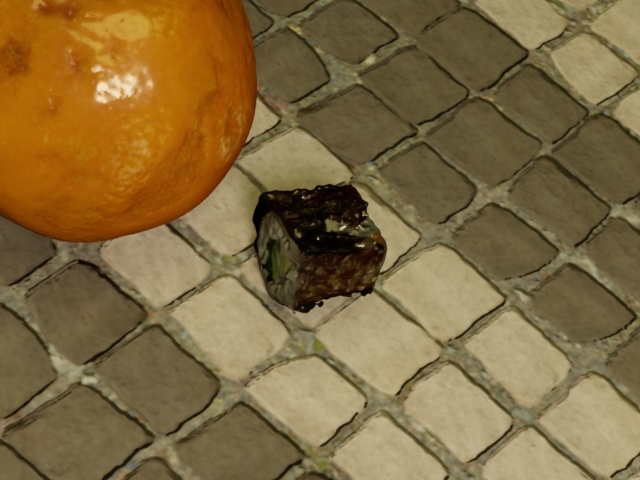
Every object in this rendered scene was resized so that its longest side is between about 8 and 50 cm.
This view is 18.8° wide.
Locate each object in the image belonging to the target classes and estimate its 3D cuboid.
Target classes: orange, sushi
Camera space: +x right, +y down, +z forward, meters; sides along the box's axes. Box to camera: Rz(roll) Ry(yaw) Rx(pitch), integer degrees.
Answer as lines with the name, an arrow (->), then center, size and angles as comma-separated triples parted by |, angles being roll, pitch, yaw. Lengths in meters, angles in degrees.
orange -> -0.175, -0.127, 1.467 | 0.261, 0.261, 0.261 | 10, 48, -11
sushi -> -0.001, 0.001, 1.505 | 0.084, 0.098, 0.094 | -7, 48, -27
